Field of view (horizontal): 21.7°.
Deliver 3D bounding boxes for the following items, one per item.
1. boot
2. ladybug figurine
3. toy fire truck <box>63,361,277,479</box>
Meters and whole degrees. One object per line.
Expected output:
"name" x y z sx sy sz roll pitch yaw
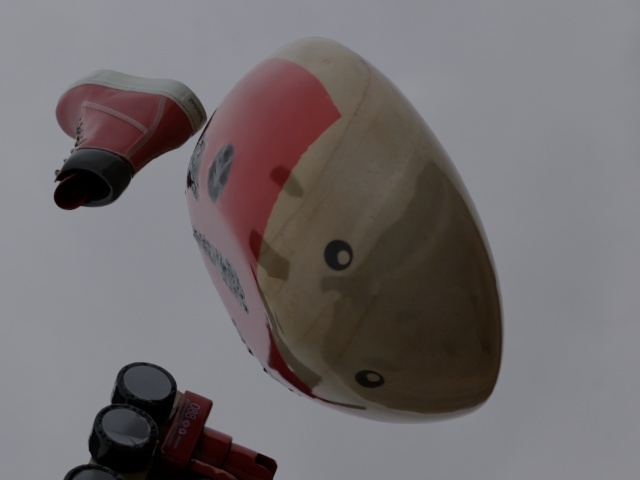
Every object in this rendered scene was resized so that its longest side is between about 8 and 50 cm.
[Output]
"boot" -0.258 -0.103 1.836 0.176 0.244 0.088 -45 -60 -27
"ladybug figurine" 0.000 0.000 1.315 0.162 0.449 0.305 -20 -74 -11
"toy fire truck" -0.100 0.255 1.447 0.217 0.246 0.158 -69 0 -55
